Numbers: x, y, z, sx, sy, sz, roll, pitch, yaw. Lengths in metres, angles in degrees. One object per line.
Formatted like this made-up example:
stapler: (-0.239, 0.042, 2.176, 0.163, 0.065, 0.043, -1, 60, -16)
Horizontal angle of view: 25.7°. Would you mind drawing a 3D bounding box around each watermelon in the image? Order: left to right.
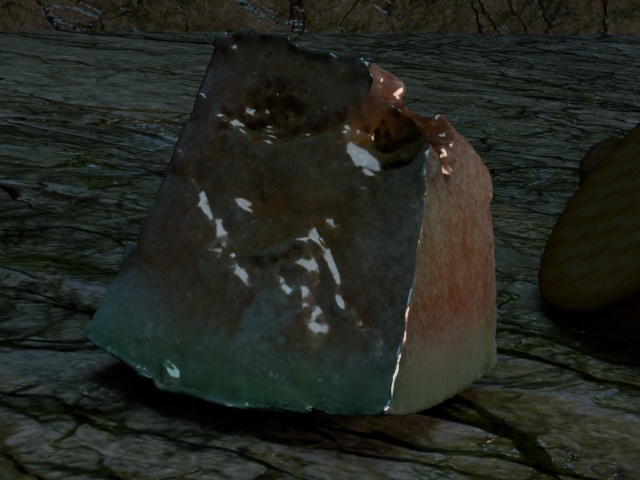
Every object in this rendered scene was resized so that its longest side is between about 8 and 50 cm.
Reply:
watermelon: (0.002, 0.012, 1.054, 0.264, 0.302, 0.151, 11, -21, 24)

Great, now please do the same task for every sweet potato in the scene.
sweet potato: (0.353, -0.072, 1.629, 0.114, 0.092, 0.341, 22, 17, 0)

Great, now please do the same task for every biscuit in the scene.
biscuit: (0.314, -0.048, 1.223, 0.040, 0.318, 0.318, 41, 10, -13)

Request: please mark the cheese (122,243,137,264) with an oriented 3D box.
cheese: (-0.120, 0.018, 1.283, 0.120, 0.026, 0.067, 3, 16, -7)
